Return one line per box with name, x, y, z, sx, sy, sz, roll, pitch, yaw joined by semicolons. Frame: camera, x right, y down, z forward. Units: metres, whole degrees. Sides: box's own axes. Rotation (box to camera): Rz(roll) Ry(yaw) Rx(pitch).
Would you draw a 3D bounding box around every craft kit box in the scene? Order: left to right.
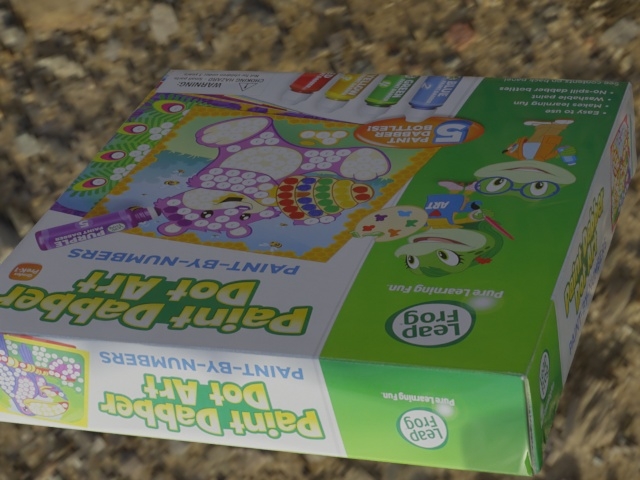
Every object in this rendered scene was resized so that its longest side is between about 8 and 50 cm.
craft kit box;0.000;0.000;0.735;0.249;0.247;0.061;3;125;19
